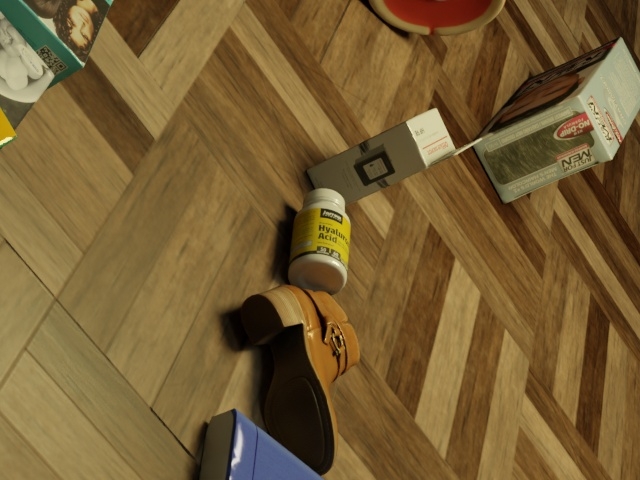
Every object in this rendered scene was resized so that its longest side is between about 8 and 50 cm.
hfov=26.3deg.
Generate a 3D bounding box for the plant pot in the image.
[{"bbox_3d":[0.170,-0.444,1.948,0.275,0.275,0.243,34,50,-44],"label":"plant pot"}]

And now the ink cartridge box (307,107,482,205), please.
[{"bbox_3d":[0.087,-0.101,1.607,0.060,0.180,0.104,64,28,-3],"label":"ink cartridge box"}]

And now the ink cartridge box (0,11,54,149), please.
[{"bbox_3d":[-0.327,-0.151,1.094,0.206,0.045,0.208,52,33,-24],"label":"ink cartridge box"}]

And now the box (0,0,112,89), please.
[{"bbox_3d":[-0.246,-0.255,1.291,0.100,0.060,0.244,47,33,-30],"label":"box"}]

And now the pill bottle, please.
[{"bbox_3d":[0.000,0.000,1.505,0.065,0.065,0.116,44,35,-35],"label":"pill bottle"}]

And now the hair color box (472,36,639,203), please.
[{"bbox_3d":[0.390,-0.198,2.181,0.113,0.185,0.374,61,29,-10],"label":"hair color box"}]

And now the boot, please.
[{"bbox_3d":[0.000,0.136,1.398,0.152,0.073,0.197,0,71,-63],"label":"boot"}]

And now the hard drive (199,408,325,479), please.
[{"bbox_3d":[-0.001,0.326,1.280,0.319,0.040,0.210,44,35,-34],"label":"hard drive"}]

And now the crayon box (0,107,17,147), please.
[{"bbox_3d":[-0.351,-0.076,0.914,0.165,0.081,0.278,60,38,-11],"label":"crayon box"}]
